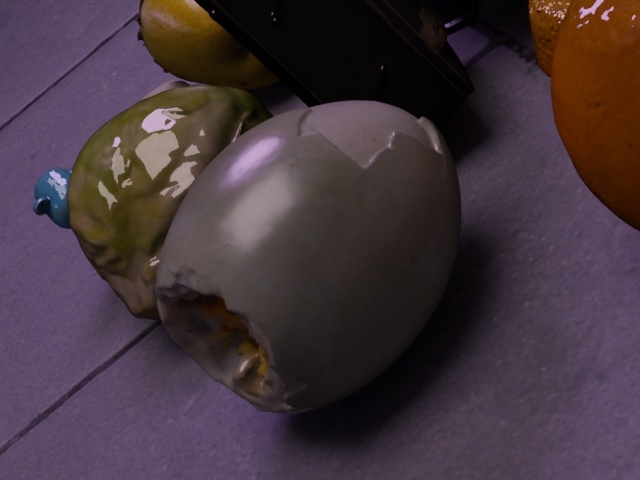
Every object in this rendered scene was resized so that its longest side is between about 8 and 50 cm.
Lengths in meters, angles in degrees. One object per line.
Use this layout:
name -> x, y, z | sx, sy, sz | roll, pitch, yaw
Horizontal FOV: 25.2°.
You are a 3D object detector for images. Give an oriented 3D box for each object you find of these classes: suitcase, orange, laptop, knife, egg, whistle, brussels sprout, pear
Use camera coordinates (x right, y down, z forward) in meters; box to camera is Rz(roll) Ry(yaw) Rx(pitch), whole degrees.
suitcase -> -0.011, -0.283, 1.698 | 0.194, 0.434, 0.283 | -44, 16, 8
orange -> 0.353, -0.141, 1.237 | 0.312, 0.312, 0.312 | -28, 32, 20
laptop -> 0.162, -0.332, 1.985 | 0.129, 0.016, 0.180 | -23, 35, 29
knife -> 0.255, -0.314, 1.865 | 0.091, 0.005, 0.014 | -49, 29, -14
egg -> 0.000, 0.000, 1.460 | 0.278, 0.278, 0.336 | 7, 51, 52
whistle -> -0.272, -0.073, 1.948 | 0.274, 0.186, 0.093 | -17, 46, -39
brussels sprout -> -0.180, -0.050, 1.791 | 0.273, 0.242, 0.317 | 14, 76, 35
pear -> -0.117, -0.297, 2.071 | 0.267, 0.267, 0.178 | -39, 52, 2

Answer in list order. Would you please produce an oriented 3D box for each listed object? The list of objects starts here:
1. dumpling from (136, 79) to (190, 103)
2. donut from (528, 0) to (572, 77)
dumpling -> -0.242, -0.182, 2.176 | 0.176, 0.092, 0.150 | -53, 18, -13
donut -> 0.351, -0.266, 1.599 | 0.253, 0.118, 0.253 | -17, 30, 10
